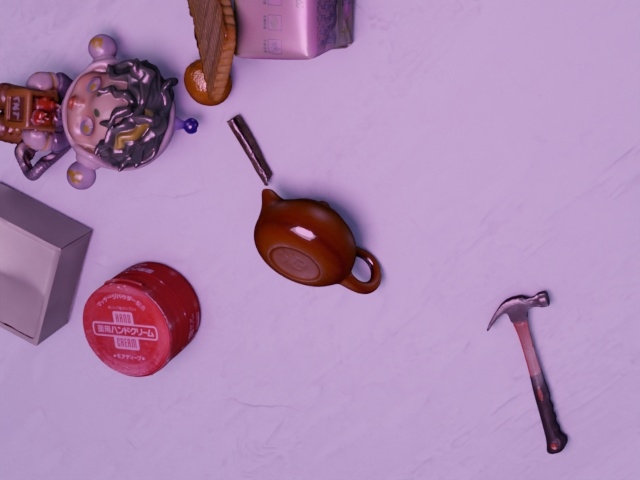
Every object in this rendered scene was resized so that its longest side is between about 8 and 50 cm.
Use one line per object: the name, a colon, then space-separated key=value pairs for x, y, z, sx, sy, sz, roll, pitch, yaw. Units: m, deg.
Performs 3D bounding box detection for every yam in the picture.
yam: x=-0.117 y=-0.154 z=1.643 sx=0.027 sy=0.033 sz=0.129 roll=-30 pitch=102 yaw=0

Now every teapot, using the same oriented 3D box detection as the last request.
teapot: x=0.000 y=0.000 z=1.606 sx=0.252 sy=0.135 sz=0.178 roll=32 pitch=153 yaw=-12

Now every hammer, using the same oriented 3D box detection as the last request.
hammer: x=0.358 y=0.223 z=1.593 sx=0.111 sy=0.033 sz=0.287 roll=-14 pitch=103 yaw=24

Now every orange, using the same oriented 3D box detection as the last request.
orange: x=-0.188 y=-0.264 z=1.600 sx=0.085 sy=0.085 sz=0.085 roll=7 pitch=111 yaw=19

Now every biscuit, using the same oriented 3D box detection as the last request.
biscuit: x=-0.169 y=-0.359 z=1.476 sx=0.172 sy=0.029 sz=0.254 roll=116 pitch=144 yaw=-58

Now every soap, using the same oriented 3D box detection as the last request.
soap: x=-0.038 y=-0.378 z=1.442 sx=0.139 sy=0.182 sz=0.199 roll=8 pitch=111 yaw=19

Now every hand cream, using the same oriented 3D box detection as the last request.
hand cream: x=-0.327 y=0.143 z=1.774 sx=0.193 sy=0.125 sz=0.193 roll=6 pitch=110 yaw=18

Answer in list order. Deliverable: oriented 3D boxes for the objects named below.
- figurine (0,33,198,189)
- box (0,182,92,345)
figurine: x=-0.404 y=-0.221 z=1.644 sx=0.382 sy=0.186 sz=0.260 roll=5 pitch=100 yaw=25
box: x=-0.579 y=0.042 z=1.838 sx=0.225 sy=0.117 sz=0.224 roll=26 pitch=116 yaw=10
